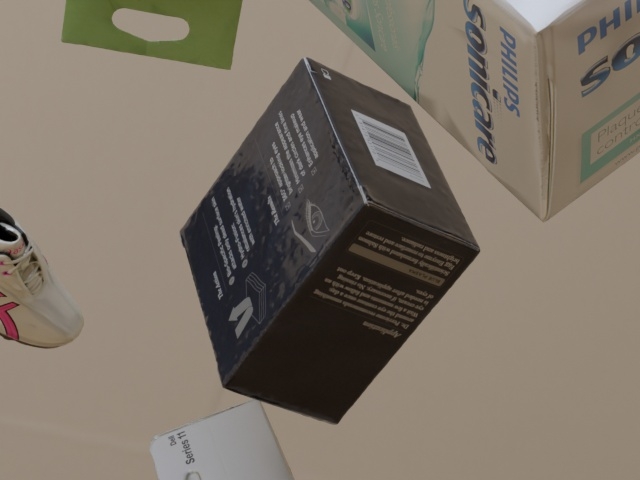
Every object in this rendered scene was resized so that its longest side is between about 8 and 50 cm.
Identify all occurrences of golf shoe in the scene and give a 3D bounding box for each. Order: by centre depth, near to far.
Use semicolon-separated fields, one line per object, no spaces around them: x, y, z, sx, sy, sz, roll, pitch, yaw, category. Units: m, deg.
-0.250;0.021;1.336;0.186;0.067;0.086;44;-30;-27;golf shoe

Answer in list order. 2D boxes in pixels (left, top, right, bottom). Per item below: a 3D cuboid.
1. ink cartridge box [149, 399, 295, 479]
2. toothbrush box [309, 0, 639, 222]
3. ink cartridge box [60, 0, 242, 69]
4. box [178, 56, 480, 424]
-0.034;0.236;1.180;0.087;0.153;0.208;-22;-55;-4;ink cartridge box
0.077;-0.188;0.715;0.216;0.295;0.126;-37;-31;-14;toothbrush box
-0.145;-0.266;1.560;0.171;0.056;0.235;9;-64;-5;ink cartridge box
0.000;0.000;1.072;0.093;0.156;0.158;22;-61;-31;box
